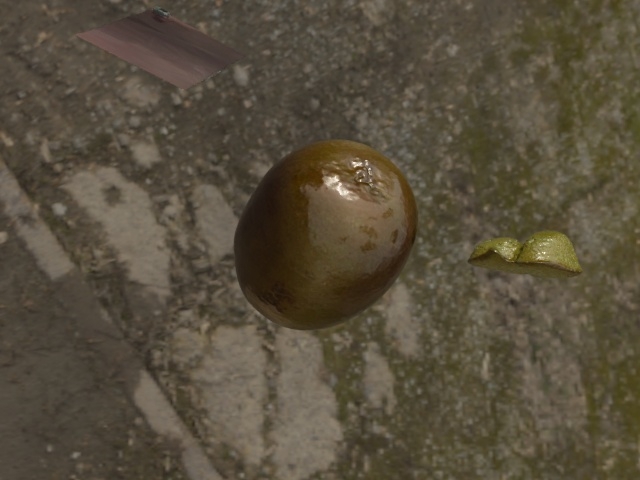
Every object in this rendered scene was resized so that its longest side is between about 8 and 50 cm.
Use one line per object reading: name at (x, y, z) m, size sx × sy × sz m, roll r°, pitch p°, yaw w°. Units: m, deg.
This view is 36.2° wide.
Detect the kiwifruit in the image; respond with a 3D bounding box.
kiwifruit at (0.000, 0.000, 1.100) m, size 0.196 × 0.234 × 0.196 m, roll 21°, pitch 45°, yaw -22°

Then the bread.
bread at (0.298, 0.020, 1.415) m, size 0.188 × 0.149 × 0.065 m, roll 12°, pitch 79°, yaw -56°

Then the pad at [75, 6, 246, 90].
pad at (-0.146, -0.189, 0.946) m, size 0.113 × 0.006 × 0.188 m, roll 28°, pitch 24°, yaw 3°
